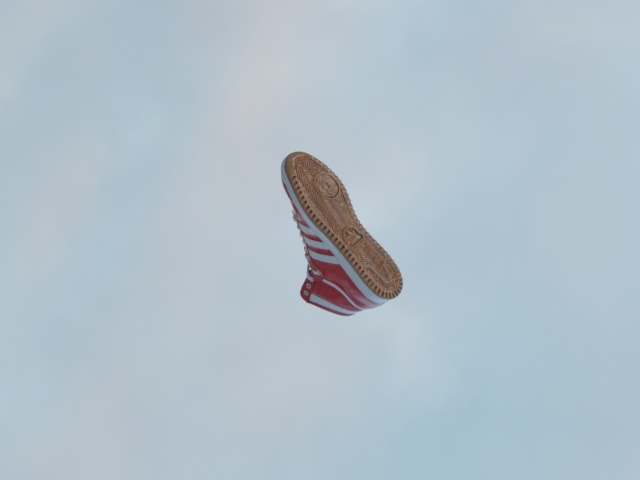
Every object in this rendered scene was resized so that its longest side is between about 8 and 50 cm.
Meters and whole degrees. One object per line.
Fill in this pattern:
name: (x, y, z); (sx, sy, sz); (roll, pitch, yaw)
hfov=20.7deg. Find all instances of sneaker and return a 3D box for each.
sneaker: (0.000, 0.000, 1.182); (0.042, 0.118, 0.067); (-35, -179, -38)
